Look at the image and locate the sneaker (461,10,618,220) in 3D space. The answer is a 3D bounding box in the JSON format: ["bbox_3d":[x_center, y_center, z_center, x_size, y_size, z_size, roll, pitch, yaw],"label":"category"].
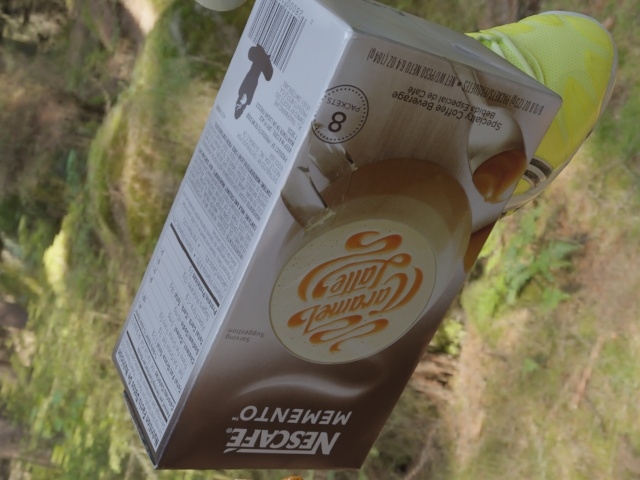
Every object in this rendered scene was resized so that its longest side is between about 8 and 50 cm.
[{"bbox_3d":[0.082,-0.081,0.698,0.145,0.384,0.147,56,158,13],"label":"sneaker"}]

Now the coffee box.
[{"bbox_3d":[0.000,0.000,0.515,0.098,0.141,0.247,51,123,48],"label":"coffee box"}]

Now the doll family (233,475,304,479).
[{"bbox_3d":[-0.068,0.262,0.726,0.163,0.118,0.263,-49,-9,24],"label":"doll family"}]

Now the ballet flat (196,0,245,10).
[{"bbox_3d":[-0.055,-0.226,0.476,0.086,0.086,0.249,-83,7,-54],"label":"ballet flat"}]
